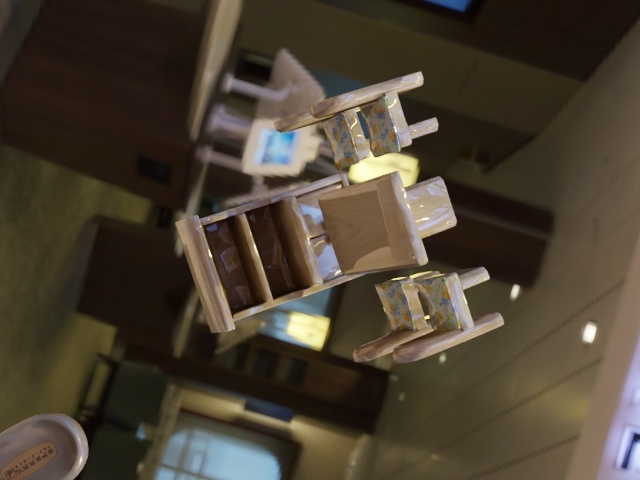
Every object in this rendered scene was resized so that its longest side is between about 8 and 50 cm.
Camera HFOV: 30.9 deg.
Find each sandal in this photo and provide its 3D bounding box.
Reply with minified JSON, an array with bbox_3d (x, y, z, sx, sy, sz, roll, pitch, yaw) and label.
[{"bbox_3d":[-0.237,0.179,0.776,0.180,0.072,0.049,-35,-176,-15],"label":"sandal"}]

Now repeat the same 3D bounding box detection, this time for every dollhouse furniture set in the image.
[{"bbox_3d":[0.000,0.000,0.975,0.242,0.161,0.212,-13,-84,66],"label":"dollhouse furniture set"}]
